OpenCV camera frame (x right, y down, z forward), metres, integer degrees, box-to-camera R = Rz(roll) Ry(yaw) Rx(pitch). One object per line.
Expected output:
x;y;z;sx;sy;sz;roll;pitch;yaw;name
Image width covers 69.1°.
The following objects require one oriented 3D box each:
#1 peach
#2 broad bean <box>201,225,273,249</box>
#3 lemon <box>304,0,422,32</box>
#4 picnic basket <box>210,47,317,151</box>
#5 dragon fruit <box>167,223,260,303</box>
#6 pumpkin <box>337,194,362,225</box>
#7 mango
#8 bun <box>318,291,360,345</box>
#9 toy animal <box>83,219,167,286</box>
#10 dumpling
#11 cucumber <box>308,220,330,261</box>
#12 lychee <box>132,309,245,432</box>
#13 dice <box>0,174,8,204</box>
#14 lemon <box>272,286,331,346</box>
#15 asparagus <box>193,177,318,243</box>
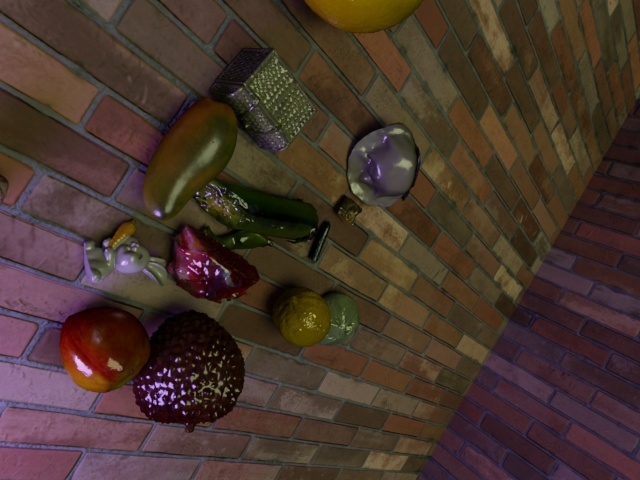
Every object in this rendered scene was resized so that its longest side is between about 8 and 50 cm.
-0.480;0.230;1.026;0.197;0.197;0.197;-20;122;-34;peach
-0.220;-0.002;1.239;0.214;0.048;0.070;5;108;-40;broad bean
0.102;-0.632;1.026;0.348;0.348;0.347;-20;122;-34;lemon
-0.137;-0.324;1.096;0.154;0.134;0.196;-54;136;-12;picnic basket
-0.271;0.102;1.160;0.161;0.126;0.274;-42;131;10;dragon fruit
0.086;-0.096;1.481;0.101;0.035;0.073;40;71;-42;pumpkin
-0.290;-0.182;1.021;0.289;0.146;0.129;-49;175;-6;mango
0.052;0.275;1.573;0.195;0.118;0.195;-20;125;-31;bun
-0.434;0.038;1.055;0.182;0.131;0.127;-7;147;-32;toy animal
0.208;-0.217;1.444;0.205;0.163;0.292;-21;135;-39;dumpling
0.000;0.000;1.449;0.032;0.032;0.133;14;102;-45;cucumber
-0.319;0.326;1.155;0.276;0.276;0.304;-4;96;-41;lychee
-0.614;-0.088;0.810;0.093;0.094;0.091;34;85;-47;dice
-0.055;0.232;1.411;0.180;0.181;0.193;-48;163;-14;lemon
-0.171;-0.077;1.204;0.382;0.108;0.128;12;87;-42;asparagus
